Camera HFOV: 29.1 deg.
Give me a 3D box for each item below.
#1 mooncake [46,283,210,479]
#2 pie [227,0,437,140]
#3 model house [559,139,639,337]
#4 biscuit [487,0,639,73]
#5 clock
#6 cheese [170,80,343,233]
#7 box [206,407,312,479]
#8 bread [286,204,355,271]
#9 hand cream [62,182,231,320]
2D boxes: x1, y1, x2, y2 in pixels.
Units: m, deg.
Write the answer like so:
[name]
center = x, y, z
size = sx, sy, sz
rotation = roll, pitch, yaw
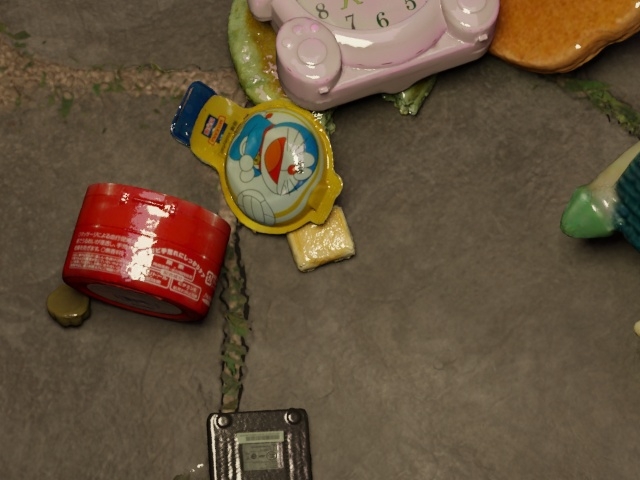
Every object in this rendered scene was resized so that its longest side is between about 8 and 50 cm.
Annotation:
[mooncake]
center = -0.234, 0.196, 1.534
size = 0.150, 0.057, 0.347
rotation = -17, 71, -3
[pie]
center = 0.016, -0.277, 1.656
size = 0.302, 0.067, 0.302
rotation = -1, 72, 4
[model house]
center = 0.460, 0.001, 1.454
size = 0.284, 0.243, 0.298
rotation = -39, 70, 1
[biscuit]
center = 0.324, -0.416, 1.554
size = 0.455, 0.078, 0.350
rotation = -39, 62, 30
[clock]
center = 0.048, -0.344, 1.582
size = 0.295, 0.113, 0.322
rotation = -19, 71, -6
[cheese]
center = -0.085, -0.111, 1.600
size = 0.270, 0.069, 0.177
rotation = 34, 106, 26
[box]
center = -0.073, 0.266, 1.496
size = 0.126, 0.027, 0.125
rotation = -1, 72, -14
[bread]
center = 0.000, 0.000, 1.588
size = 0.083, 0.035, 0.070
rotation = -24, 72, 4
[hand cream]
center = -0.214, 0.017, 1.518
size = 0.193, 0.193, 0.125
rotation = 14, 76, 9
